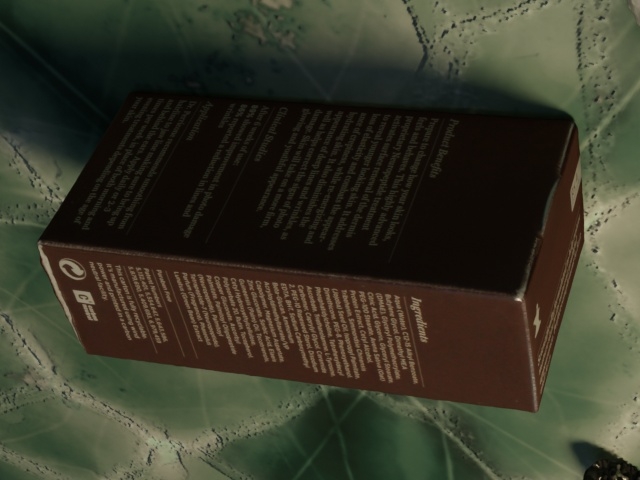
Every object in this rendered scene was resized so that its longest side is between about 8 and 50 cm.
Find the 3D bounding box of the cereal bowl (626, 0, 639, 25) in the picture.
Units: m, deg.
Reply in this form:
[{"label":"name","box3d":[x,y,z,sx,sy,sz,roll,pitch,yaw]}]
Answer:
[{"label":"cereal bowl","box3d":[0.306,-0.175,0.816,0.339,0.141,0.339,20,132,24]}]

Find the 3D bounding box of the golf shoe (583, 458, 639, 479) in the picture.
[{"label":"golf shoe","box3d":[0.295,0.285,1.416,0.094,0.077,0.198,-25,119,41]}]

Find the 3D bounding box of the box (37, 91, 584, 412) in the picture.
[{"label":"box","box3d":[0.000,0.000,1.166,0.381,0.191,0.143,5,136,21]}]
